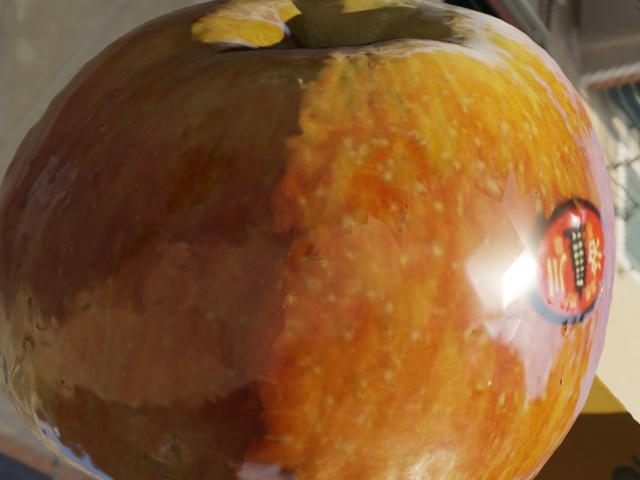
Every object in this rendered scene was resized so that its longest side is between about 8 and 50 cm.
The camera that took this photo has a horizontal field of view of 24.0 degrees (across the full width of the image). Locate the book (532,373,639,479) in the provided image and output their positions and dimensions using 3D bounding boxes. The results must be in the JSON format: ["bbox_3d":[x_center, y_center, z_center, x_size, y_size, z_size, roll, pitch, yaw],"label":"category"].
[{"bbox_3d":[0.079,0.154,0.940,0.295,0.020,0.208,-27,-109,-33],"label":"book"}]

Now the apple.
[{"bbox_3d":[0.000,0.000,0.697,0.277,0.309,0.250,23,-83,13],"label":"apple"}]

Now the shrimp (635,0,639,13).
[{"bbox_3d":[0.256,-0.153,0.972,0.114,0.023,0.083,35,-51,25],"label":"shrimp"}]
